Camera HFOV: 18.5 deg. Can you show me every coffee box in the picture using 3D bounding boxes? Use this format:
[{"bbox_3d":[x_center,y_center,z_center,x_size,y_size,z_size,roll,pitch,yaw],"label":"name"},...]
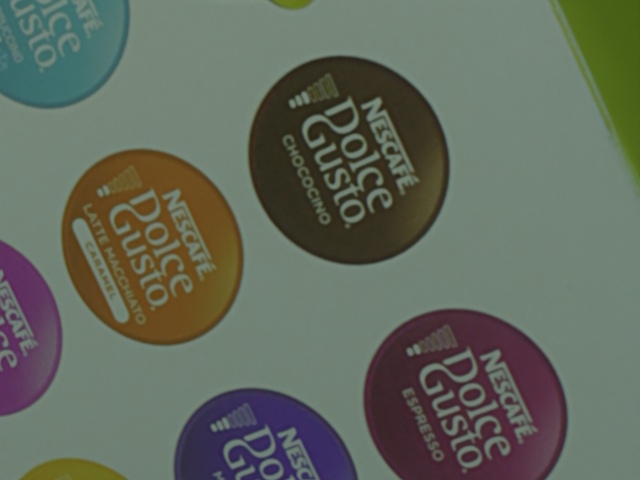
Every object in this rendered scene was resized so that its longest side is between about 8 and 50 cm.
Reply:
[{"bbox_3d":[0.000,0.000,0.655,0.337,0.334,0.338,65,27,-5],"label":"coffee box"}]
